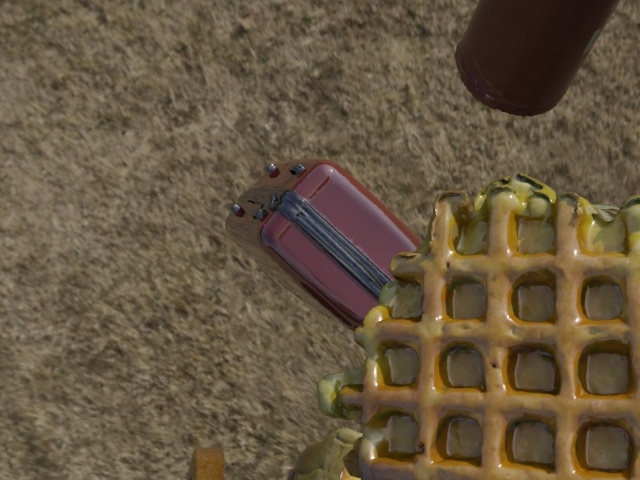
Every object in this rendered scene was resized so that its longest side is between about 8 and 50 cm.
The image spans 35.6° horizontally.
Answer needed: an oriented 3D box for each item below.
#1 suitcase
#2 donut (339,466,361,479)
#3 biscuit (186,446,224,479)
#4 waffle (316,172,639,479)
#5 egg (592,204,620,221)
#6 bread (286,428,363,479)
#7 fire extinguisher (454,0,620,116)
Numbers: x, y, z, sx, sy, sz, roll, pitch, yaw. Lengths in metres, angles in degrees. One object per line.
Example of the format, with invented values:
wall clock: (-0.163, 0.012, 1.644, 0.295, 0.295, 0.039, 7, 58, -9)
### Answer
suitcase: (0.000, 0.000, 1.426, 0.236, 0.297, 0.161, 43, 82, -15)
donut: (0.061, 0.292, 1.111, 0.083, 0.038, 0.067, 1, 48, 13)
biscuit: (-0.175, 0.459, 1.429, 0.063, 0.367, 0.314, 2, 30, -7)
waffle: (0.117, 0.087, 0.522, 0.243, 0.058, 0.238, -50, 60, 10)
egg: (0.327, 0.104, 1.416, 0.379, 0.287, 0.287, -44, 65, 8)
bread: (0.014, 0.540, 1.858, 0.210, 0.300, 0.341, 15, 68, 10)
fire extinguisher: (0.221, -0.242, 0.756, 0.147, 0.337, 0.106, -12, 61, -21)
